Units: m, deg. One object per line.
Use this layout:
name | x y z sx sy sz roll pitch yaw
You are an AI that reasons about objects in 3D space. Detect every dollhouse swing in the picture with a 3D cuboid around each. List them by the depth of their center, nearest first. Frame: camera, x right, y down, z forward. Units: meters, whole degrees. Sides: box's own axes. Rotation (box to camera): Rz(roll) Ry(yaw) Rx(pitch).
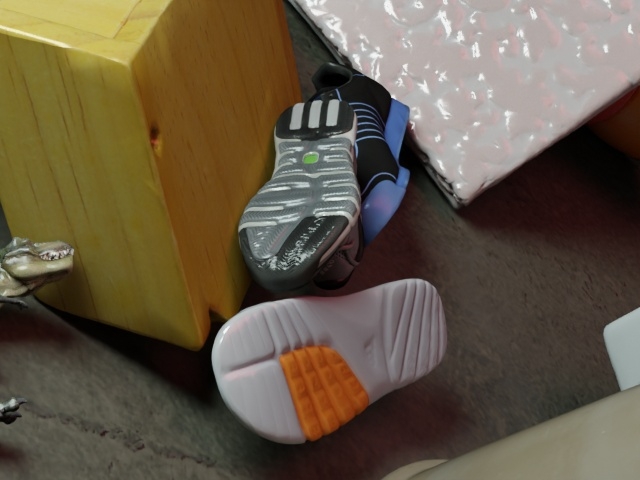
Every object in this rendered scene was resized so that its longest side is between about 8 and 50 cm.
dollhouse swing | -0.213 -0.121 1.254 0.347 0.305 0.315 -71 154 -56

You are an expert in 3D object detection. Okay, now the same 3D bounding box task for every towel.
towel | 0.158 -0.241 1.628 0.332 0.317 0.053 53 -9 8

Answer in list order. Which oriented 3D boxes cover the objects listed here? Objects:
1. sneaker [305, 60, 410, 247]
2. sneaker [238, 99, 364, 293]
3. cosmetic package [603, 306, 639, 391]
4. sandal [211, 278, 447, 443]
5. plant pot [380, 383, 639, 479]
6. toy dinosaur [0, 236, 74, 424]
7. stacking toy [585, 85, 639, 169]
sneaker | 0.022 -0.077 1.467 0.090 0.081 0.232 33 27 -15
sneaker | 0.000 0.000 1.287 0.228 0.086 0.132 -74 158 -53
cosmetic package | 0.498 0.184 1.366 0.327 0.329 0.393 -1 67 -37
sandal | -0.002 0.088 1.246 0.265 0.076 0.102 -10 90 -52
plant pot | 0.193 0.236 1.113 0.323 0.280 0.323 30 34 -23
toy dinosaur | -0.244 0.064 1.012 0.268 0.064 0.118 -12 57 -50
stacking toy | 0.234 -0.272 1.779 0.480 0.350 0.350 11 43 -21
